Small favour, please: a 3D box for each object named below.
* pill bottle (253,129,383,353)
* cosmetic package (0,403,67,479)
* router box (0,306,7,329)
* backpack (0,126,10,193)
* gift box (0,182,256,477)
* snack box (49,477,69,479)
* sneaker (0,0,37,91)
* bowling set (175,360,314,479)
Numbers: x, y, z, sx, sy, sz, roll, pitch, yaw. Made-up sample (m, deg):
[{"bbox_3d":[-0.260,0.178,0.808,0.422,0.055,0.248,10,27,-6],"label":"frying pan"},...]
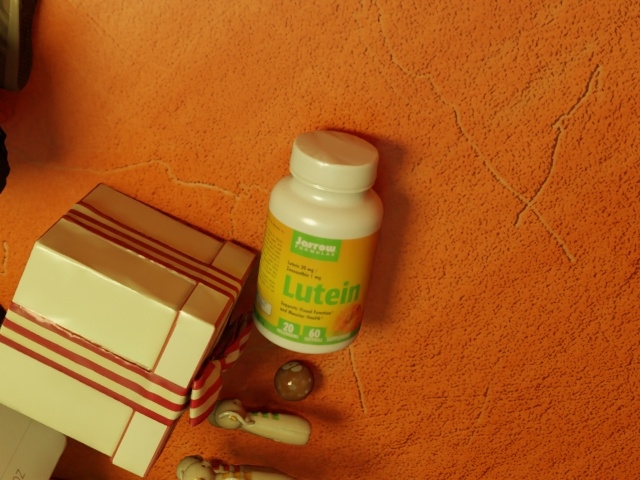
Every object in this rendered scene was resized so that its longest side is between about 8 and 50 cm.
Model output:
[{"bbox_3d":[0.000,0.000,1.357,0.136,0.136,0.245,10,117,0],"label":"pill bottle"},{"bbox_3d":[-0.592,0.305,1.369,0.394,0.329,0.327,41,114,-15],"label":"cosmetic package"},{"bbox_3d":[-0.525,0.218,1.549,0.309,0.081,0.243,-29,111,18],"label":"router box"},{"bbox_3d":[-0.460,-0.131,1.212,0.213,0.263,0.276,-26,136,-14],"label":"backpack"},{"bbox_3d":[-0.230,0.119,1.384,0.258,0.255,0.276,25,117,0],"label":"gift box"},{"bbox_3d":[-0.385,0.469,1.595,0.070,0.207,0.174,9,118,1],"label":"snack box"},{"bbox_3d":[-0.367,-0.263,1.297,0.071,0.066,0.188,15,116,3],"label":"sneaker"},{"bbox_3d":[-0.101,0.250,1.498,0.154,0.287,0.199,14,75,-10],"label":"bowling set"}]
